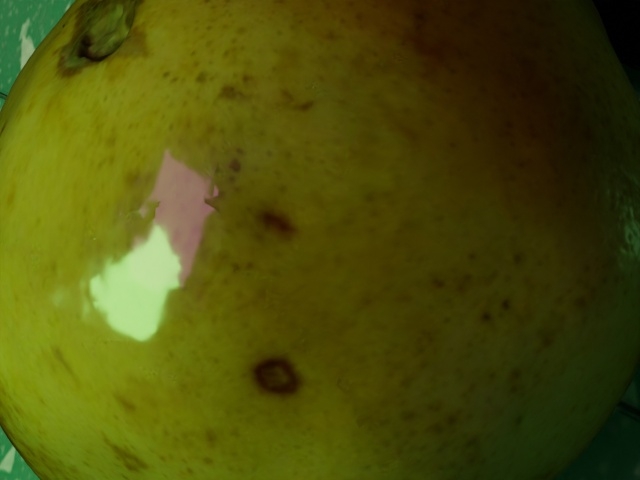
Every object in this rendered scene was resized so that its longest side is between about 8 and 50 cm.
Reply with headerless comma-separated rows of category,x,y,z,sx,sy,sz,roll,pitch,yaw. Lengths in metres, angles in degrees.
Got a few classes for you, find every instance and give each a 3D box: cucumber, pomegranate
cucumber,0.172,-0.135,0.974,0.181,0.053,0.053,26,101,53
pomegranate,0.000,0.000,0.908,0.416,0.416,0.417,-17,68,48
